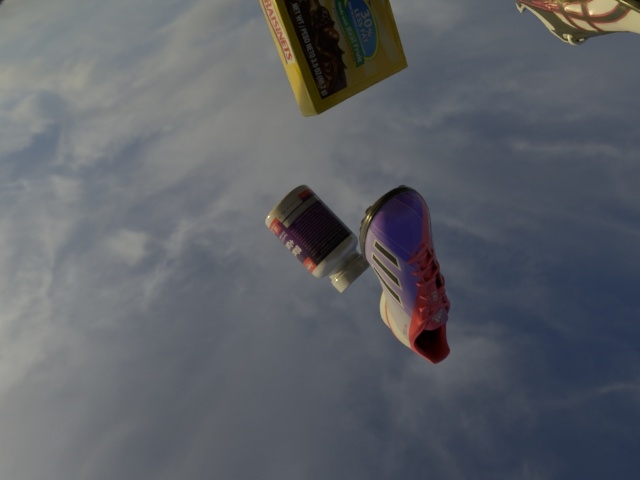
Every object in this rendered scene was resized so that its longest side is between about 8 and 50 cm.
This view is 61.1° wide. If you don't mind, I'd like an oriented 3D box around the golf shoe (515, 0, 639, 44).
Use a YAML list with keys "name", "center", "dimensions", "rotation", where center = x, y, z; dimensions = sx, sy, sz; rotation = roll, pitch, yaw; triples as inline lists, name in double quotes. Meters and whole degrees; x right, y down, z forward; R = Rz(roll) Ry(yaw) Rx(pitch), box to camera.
- name: "golf shoe"
  center: [0.296, -0.252, 0.544]
  dimensions: [0.105, 0.120, 0.273]
  rotation: [-35, -128, -2]

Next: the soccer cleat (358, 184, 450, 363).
- name: "soccer cleat"
  center: [0.133, 0.056, 0.747]
  dimensions: [0.108, 0.318, 0.116]
  rotation: [-30, -129, -11]

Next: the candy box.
- name: "candy box"
  center: [-0.005, -0.208, 0.397]
  dimensions: [0.105, 0.206, 0.027]
  rotation: [-35, -154, -28]

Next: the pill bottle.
- name: "pill bottle"
  center: [0.000, 0.000, 0.994]
  dimensions: [0.193, 0.108, 0.108]
  rotation: [46, -117, 6]
